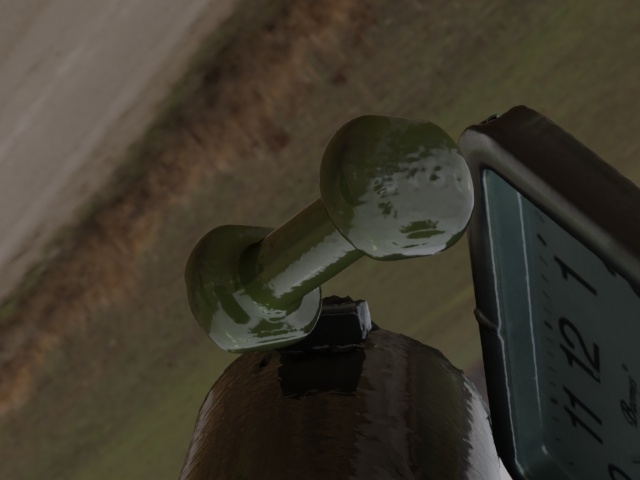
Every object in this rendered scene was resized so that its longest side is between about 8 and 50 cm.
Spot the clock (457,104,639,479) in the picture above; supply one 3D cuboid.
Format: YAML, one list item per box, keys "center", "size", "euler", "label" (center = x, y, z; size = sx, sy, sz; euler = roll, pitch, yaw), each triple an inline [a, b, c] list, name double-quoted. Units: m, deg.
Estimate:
- center: [0.168, 0.098, 0.676]
  size: [0.049, 0.279, 0.273]
  euler: [-31, 139, -17]
  label: "clock"

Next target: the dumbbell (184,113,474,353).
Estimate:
- center: [0.000, 0.000, 0.506]
  size: [0.052, 0.046, 0.118]
  euler: [-1, 160, -33]
  label: "dumbbell"

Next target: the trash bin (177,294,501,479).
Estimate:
- center: [0.005, 0.189, 0.846]
  size: [0.203, 0.252, 0.301]
  euler: [-4, -161, 5]
  label: "trash bin"
